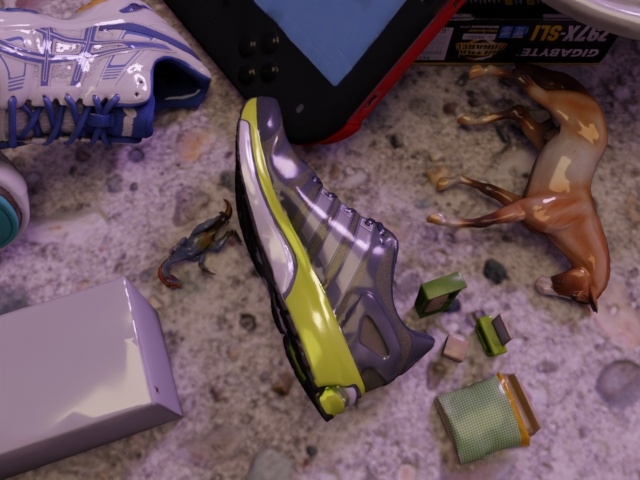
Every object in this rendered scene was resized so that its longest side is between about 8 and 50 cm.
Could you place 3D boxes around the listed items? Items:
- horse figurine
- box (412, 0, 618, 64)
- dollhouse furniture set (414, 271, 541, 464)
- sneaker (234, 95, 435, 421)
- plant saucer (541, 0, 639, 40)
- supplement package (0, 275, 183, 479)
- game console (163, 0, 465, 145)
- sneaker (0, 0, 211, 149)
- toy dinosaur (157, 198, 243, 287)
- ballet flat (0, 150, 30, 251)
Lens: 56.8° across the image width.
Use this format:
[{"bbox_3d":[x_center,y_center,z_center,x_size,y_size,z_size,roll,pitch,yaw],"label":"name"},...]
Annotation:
[{"bbox_3d":[0.213,-0.079,0.584,0.175,0.066,0.263,15,70,12],"label":"horse figurine"},{"bbox_3d":[0.190,-0.357,0.695,0.257,0.079,0.321,-1,67,0],"label":"box"},{"bbox_3d":[0.131,0.107,0.507,0.076,0.058,0.151,-17,68,-7],"label":"dollhouse furniture set"},{"bbox_3d":[0.000,0.000,0.537,0.121,0.111,0.299,-17,76,-15],"label":"sneaker"},{"bbox_3d":[0.344,-0.335,0.577,0.401,0.100,0.400,-2,71,7],"label":"plant saucer"},{"bbox_3d":[-0.217,0.117,0.473,0.179,0.105,0.105,-17,68,-7],"label":"supplement package"},{"bbox_3d":[0.011,-0.322,0.573,0.386,0.060,0.342,-47,72,22],"label":"game console"},{"bbox_3d":[-0.219,-0.138,0.538,0.131,0.112,0.296,39,48,7],"label":"sneaker"},{"bbox_3d":[-0.117,0.010,0.567,0.082,0.090,0.047,-28,110,9],"label":"toy dinosaur"},{"bbox_3d":[-0.465,0.001,0.522,0.400,0.139,0.139,-20,69,-13],"label":"ballet flat"}]
